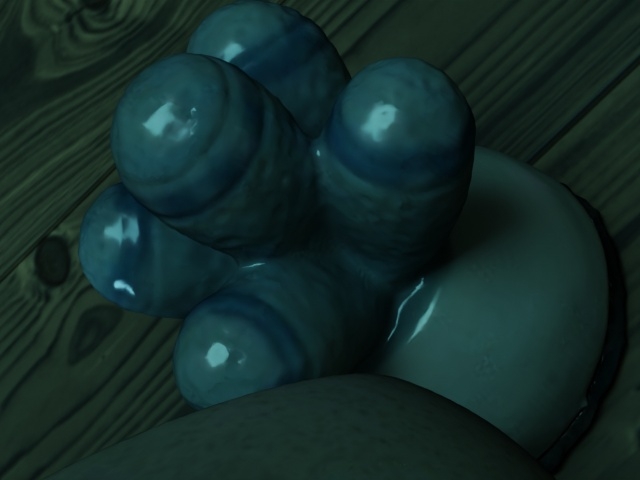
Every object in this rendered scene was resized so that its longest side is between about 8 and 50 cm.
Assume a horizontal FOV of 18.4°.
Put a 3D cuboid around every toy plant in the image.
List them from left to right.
[{"bbox_3d":[0.000,0.000,1.096,0.247,0.332,0.247,-16,60,29],"label":"toy plant"}]

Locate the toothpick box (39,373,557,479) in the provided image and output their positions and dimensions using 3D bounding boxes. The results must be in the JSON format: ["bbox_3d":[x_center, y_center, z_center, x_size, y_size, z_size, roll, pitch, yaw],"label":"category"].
[{"bbox_3d":[0.004,0.309,0.900,0.409,0.409,0.425,-32,72,18],"label":"toothpick box"}]
